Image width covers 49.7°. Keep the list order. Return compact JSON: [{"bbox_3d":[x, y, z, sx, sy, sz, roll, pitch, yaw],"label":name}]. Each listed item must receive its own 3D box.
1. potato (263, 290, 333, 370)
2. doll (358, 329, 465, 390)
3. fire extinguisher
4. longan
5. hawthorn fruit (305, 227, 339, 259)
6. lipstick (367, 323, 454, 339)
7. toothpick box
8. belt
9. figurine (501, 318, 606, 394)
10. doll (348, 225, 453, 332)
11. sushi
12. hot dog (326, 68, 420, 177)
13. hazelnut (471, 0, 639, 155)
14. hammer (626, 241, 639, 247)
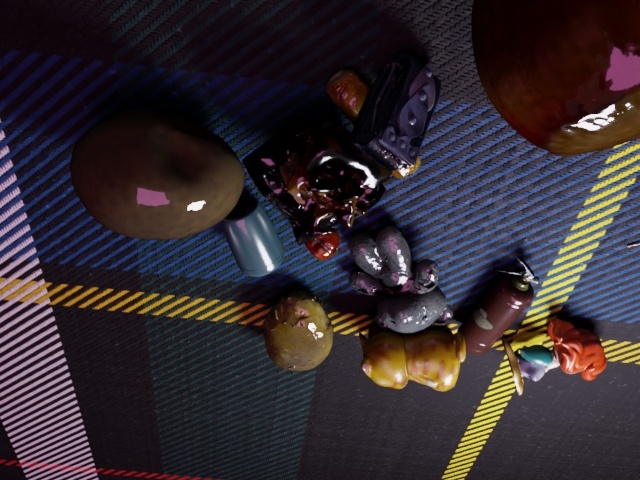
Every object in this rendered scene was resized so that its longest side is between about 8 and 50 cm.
[{"bbox_3d":[-0.060,0.253,1.890,0.192,0.141,0.296,0,133,0],"label":"potato"},{"bbox_3d":[0.243,0.315,1.825,0.270,0.166,0.162,-8,112,4],"label":"doll"},{"bbox_3d":[0.456,0.160,1.786,0.138,0.102,0.344,16,134,-10],"label":"fire extinguisher"},{"bbox_3d":[-0.332,-0.129,1.424,0.350,0.288,0.288,8,136,-17],"label":"longan"},{"bbox_3d":[0.000,0.000,1.668,0.093,0.093,0.093,2,136,2],"label":"hawthorn fruit"},{"bbox_3d":[0.254,0.283,1.943,0.241,0.080,0.080,6,136,-2],"label":"lipstick"},{"bbox_3d":[-0.165,-0.014,1.638,0.120,0.120,0.184,-10,132,13],"label":"toothpick box"},{"bbox_3d":[0.157,-0.239,1.333,0.128,0.218,0.122,32,162,-30],"label":"belt"},{"bbox_3d":[0.642,0.311,1.886,0.257,0.181,0.208,-18,103,11],"label":"figurine"},{"bbox_3d":[0.185,0.119,1.722,0.246,0.158,0.340,-10,136,25],"label":"doll"},{"bbox_3d":[0.016,-0.134,1.408,0.212,0.215,0.227,6,133,58],"label":"sushi"},{"bbox_3d":[0.116,-0.233,1.434,0.083,0.068,0.289,-30,126,21],"label":"hot dog"},{"bbox_3d":[0.443,-0.351,1.106,0.421,0.352,0.420,19,133,22],"label":"hazelnut"},{"bbox_3d":[0.797,0.002,1.665,0.110,0.019,0.035,-17,132,23],"label":"hammer"}]
